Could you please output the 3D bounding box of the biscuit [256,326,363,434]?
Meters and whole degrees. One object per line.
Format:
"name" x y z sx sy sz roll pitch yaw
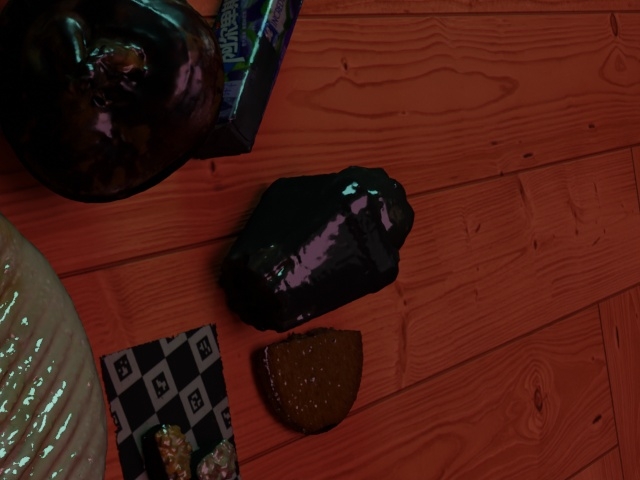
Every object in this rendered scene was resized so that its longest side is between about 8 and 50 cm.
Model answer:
"biscuit" -0.009 0.169 1.705 0.206 0.025 0.126 -4 88 -55

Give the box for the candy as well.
"candy" -0.079 -0.234 1.614 0.061 0.088 0.312 46 49 -43

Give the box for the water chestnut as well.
"water chestnut" -0.196 -0.149 1.309 0.238 0.223 0.224 54 34 -82

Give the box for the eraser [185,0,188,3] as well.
"eraser" -0.190 -0.269 1.462 0.225 0.036 0.082 59 33 -52

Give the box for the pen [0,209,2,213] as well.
"pen" -0.354 -0.095 1.241 0.233 0.032 0.040 55 20 -35

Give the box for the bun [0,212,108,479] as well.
"bun" -0.328 0.132 1.075 0.365 0.219 0.365 37 47 -53

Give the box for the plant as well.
"plant" 0.000 0.000 1.636 0.256 0.164 0.142 -36 115 -40

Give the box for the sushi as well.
"sushi" -0.130 0.238 1.502 0.192 0.043 0.280 -14 97 -56
